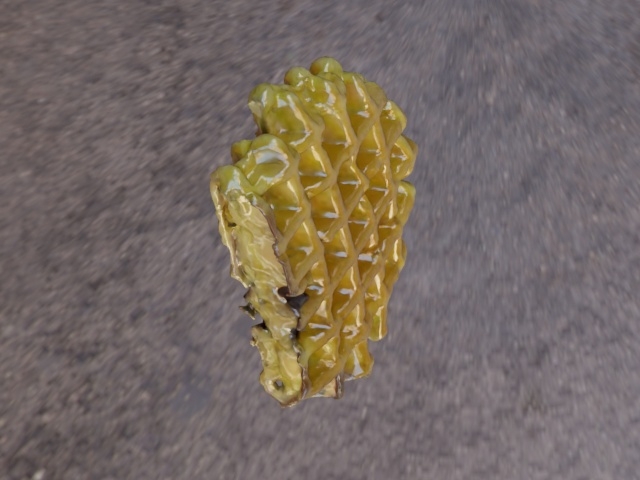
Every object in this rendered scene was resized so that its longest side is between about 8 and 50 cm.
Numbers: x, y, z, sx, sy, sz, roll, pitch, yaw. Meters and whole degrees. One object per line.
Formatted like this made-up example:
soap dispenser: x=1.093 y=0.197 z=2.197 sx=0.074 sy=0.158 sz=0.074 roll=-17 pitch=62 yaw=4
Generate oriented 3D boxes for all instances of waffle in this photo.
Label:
waffle: x=0.001 y=0.000 z=1.402 sx=0.065 sy=0.309 sz=0.283 roll=13 pitch=92 yaw=29
